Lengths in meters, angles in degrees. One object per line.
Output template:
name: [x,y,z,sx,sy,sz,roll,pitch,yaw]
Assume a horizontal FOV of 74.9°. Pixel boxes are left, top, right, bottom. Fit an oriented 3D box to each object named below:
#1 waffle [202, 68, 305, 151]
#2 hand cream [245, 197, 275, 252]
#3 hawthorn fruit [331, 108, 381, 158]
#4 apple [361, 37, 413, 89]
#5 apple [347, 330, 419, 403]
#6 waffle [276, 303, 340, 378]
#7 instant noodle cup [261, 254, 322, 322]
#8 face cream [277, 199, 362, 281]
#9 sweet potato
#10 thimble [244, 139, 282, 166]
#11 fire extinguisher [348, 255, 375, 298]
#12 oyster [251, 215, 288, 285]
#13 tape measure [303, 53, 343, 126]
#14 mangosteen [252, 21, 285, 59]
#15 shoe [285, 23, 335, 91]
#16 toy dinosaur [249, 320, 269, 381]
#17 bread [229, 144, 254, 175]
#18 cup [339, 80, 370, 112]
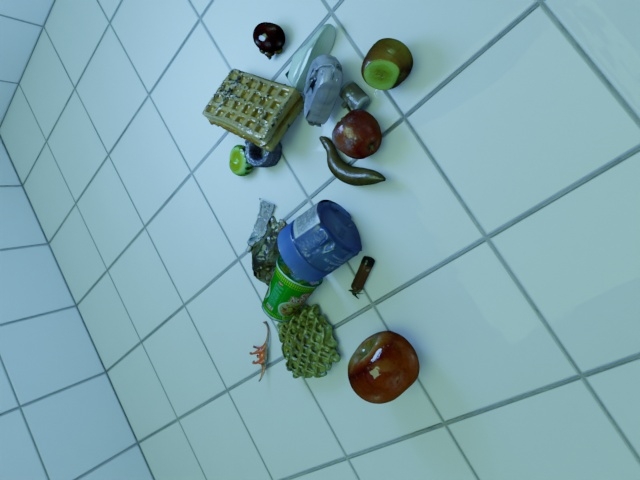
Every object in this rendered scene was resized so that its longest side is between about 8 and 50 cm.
waffle: [-0.277,-0.529,1.686,0.376,0.114,0.260,28,84,28]
hand cream: [-0.273,-0.059,1.855,0.084,0.050,0.256,29,106,24]
hawthorn fruit: [0.131,-0.371,1.481,0.173,0.173,0.172,6,100,32]
apple: [0.224,-0.583,1.387,0.147,0.163,0.146,37,158,11]
apple: [0.226,0.460,1.500,0.206,0.251,0.272,46,105,-1]
waffle: [-0.062,0.432,1.778,0.297,0.073,0.316,-29,77,30]
instant noodle cup: [-0.132,0.202,1.717,0.207,0.207,0.232,41,119,21]
face cream: [0.000,0.000,1.569,0.225,0.249,0.248,-37,78,30]
sweet potato: [0.100,-0.274,1.569,0.346,0.079,0.108,41,110,29]
thimble: [-0.241,-0.379,1.754,0.150,0.098,0.149,6,101,31]
fire extinguisher: [0.158,0.147,1.612,0.062,0.050,0.177,16,112,-10]
oyster: [-0.201,0.052,1.779,0.198,0.133,0.336,37,120,14]
tape measure: [0.007,-0.570,1.527,0.236,0.120,0.197,120,148,-46]
mangosteen: [-0.204,-0.791,1.661,0.140,0.140,0.139,6,100,32]
shoe: [-0.050,-0.706,1.586,0.110,0.095,0.264,46,115,29]
toy dinosaur: [-0.276,0.513,1.945,0.102,0.055,0.279,-2,95,23]
bread: [-0.346,-0.352,1.838,0.130,0.071,0.139,10,113,40]
cup: [0.117,-0.508,1.518,0.099,0.074,0.102,50,120,16]
